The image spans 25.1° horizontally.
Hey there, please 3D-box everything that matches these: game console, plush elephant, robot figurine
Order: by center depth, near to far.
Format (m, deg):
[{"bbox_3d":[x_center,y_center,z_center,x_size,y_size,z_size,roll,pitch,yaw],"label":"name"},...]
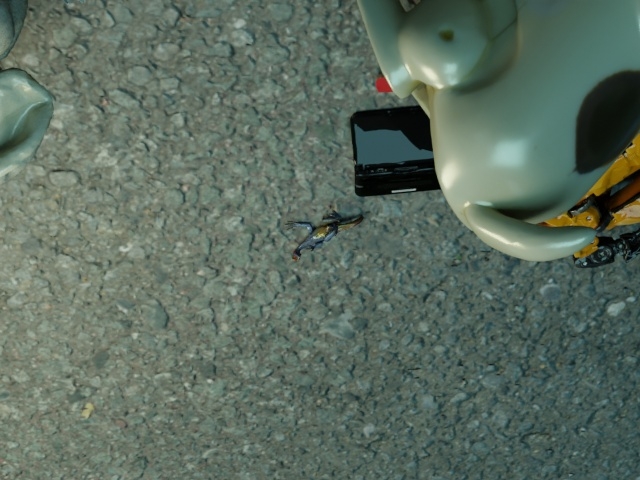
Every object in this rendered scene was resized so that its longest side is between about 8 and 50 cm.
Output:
[{"bbox_3d":[-0.400,-0.203,1.478,0.330,0.272,0.255,5,105,-39],"label":"plush elephant"},{"bbox_3d":[0.382,-0.086,1.762,0.291,0.085,0.211,-33,124,19],"label":"robot figurine"},{"bbox_3d":[0.100,-0.108,1.765,0.122,0.071,0.107,-5,159,0],"label":"game console"}]

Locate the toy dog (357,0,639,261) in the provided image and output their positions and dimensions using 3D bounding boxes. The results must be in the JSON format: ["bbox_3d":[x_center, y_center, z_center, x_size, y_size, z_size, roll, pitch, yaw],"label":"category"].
[{"bbox_3d":[0.281,-0.205,1.451,0.408,0.395,0.284,-27,129,14],"label":"toy dog"}]

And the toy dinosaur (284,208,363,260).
[{"bbox_3d":[0.000,0.000,1.827,0.090,0.047,0.082,8,147,-25],"label":"toy dinosaur"}]

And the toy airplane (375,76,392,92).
[{"bbox_3d":[0.138,-0.209,1.675,0.151,0.028,0.151,-4,129,-5],"label":"toy airplane"}]
